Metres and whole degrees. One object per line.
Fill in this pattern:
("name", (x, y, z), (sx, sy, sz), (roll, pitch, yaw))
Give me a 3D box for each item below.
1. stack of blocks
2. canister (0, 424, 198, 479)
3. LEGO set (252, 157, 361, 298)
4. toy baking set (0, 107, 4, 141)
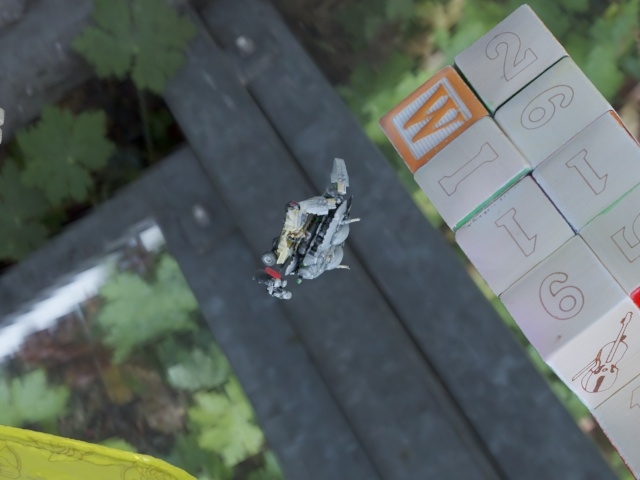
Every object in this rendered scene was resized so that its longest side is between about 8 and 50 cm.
("stack of blocks", (0.154, 0.051, 0.770), (0.087, 0.297, 0.171), (-38, 135, 8))
("canister", (-0.121, 0.161, 0.669), (0.126, 0.073, 0.170), (16, 107, -28))
("LEGO set", (-0.001, 0.002, 0.642), (0.023, 0.083, 0.054), (26, 116, 6))
("toy baking set", (-0.308, -0.089, 1.104), (0.256, 0.197, 0.030), (18, 70, -54))
